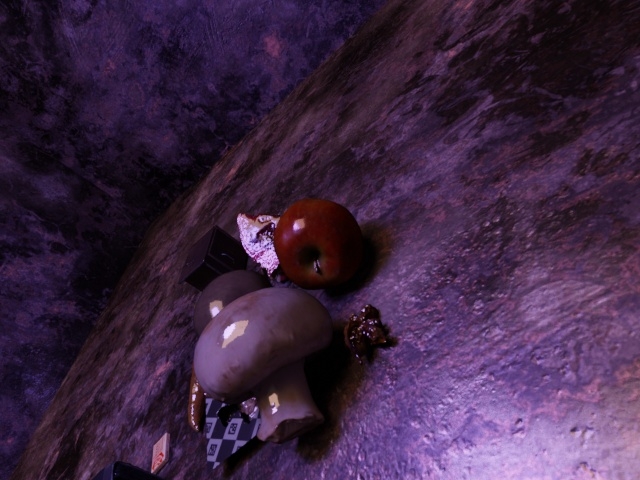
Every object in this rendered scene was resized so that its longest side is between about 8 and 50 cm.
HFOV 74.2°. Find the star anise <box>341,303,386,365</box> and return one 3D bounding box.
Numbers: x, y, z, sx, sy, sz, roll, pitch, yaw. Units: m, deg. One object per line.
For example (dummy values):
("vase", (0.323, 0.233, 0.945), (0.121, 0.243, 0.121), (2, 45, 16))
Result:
("star anise", (0.080, 0.189, 0.823), (0.097, 0.070, 0.191), (-35, 17, 7))

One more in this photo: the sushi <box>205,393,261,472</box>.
("sushi", (-0.177, 0.389, 1.002), (0.219, 0.047, 0.231), (-40, 33, 10))

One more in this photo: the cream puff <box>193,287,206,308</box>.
("cream puff", (-0.337, 0.220, 1.391), (0.146, 0.116, 0.146), (-10, 41, 9))

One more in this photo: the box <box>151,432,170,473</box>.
("box", (-0.448, 0.596, 1.187), (0.058, 0.015, 0.093), (-46, 27, 6))

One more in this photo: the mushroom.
("mushroom", (-0.094, 0.251, 0.857), (0.297, 0.297, 0.290), (-38, 70, 23))

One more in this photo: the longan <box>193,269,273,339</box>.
("longan", (-0.222, 0.191, 1.119), (0.248, 0.248, 0.248), (-36, 31, 26))

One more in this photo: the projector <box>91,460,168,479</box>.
("projector", (-0.414, 0.707, 0.763), (0.405, 0.242, 0.395), (-52, 25, -6))

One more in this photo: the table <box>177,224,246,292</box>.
("table", (-0.380, 0.090, 1.535), (0.172, 0.169, 0.193), (-37, 30, 25))

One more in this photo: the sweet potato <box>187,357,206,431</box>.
("sweet potato", (-0.342, 0.397, 1.217), (0.314, 0.066, 0.072), (-102, 16, -55))

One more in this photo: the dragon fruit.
("dragon fruit", (-0.125, 0.025, 1.271), (0.261, 0.134, 0.212), (8, 73, 19))

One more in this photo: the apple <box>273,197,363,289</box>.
("apple", (0.000, 0.000, 1.029), (0.230, 0.230, 0.230), (-36, 31, 26))
